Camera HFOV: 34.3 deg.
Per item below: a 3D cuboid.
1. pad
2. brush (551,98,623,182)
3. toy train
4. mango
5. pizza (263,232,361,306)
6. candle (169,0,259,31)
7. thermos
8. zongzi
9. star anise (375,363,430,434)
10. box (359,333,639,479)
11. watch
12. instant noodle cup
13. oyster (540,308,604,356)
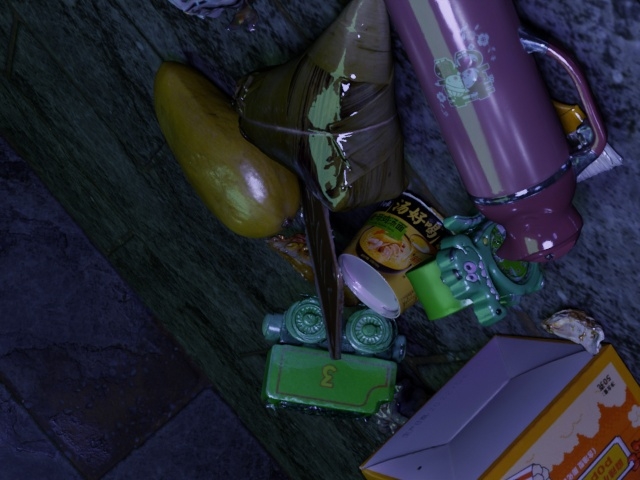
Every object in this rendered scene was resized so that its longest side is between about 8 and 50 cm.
[{"bbox_3d":[0.000,0.000,1.506,0.286,0.018,0.284,92,168,-61],"label":"pad"},{"bbox_3d":[0.189,-0.169,1.035,0.272,0.013,0.103,51,160,-4],"label":"brush"},{"bbox_3d":[0.019,0.197,1.708,0.243,0.188,0.132,9,167,-7],"label":"toy train"},{"bbox_3d":[-0.150,-0.133,1.619,0.331,0.142,0.195,49,161,32],"label":"mango"},{"bbox_3d":[-0.002,0.037,1.720,0.193,0.053,0.201,37,167,-3],"label":"pizza"},{"bbox_3d":[-0.126,-0.345,1.133,0.330,0.187,0.187,39,158,20],"label":"candle"},{"bbox_3d":[0.177,-0.128,0.984,0.330,0.136,0.109,63,177,-21],"label":"thermos"},{"bbox_3d":[-0.010,-0.212,1.237,0.274,0.145,0.300,38,141,41],"label":"zongzi"},{"bbox_3d":[0.123,0.281,1.860,0.236,0.093,0.229,24,149,52],"label":"star anise"},{"bbox_3d":[0.256,0.291,1.326,0.213,0.283,0.259,54,159,-14],"label":"box"},{"bbox_3d":[0.165,0.034,1.231,0.152,0.165,0.131,-26,93,51],"label":"watch"},{"bbox_3d":[0.102,0.025,1.399,0.151,0.122,0.151,41,160,19],"label":"instant noodle cup"},{"bbox_3d":[0.305,0.104,1.251,0.093,0.034,0.051,29,140,40],"label":"oyster"}]
